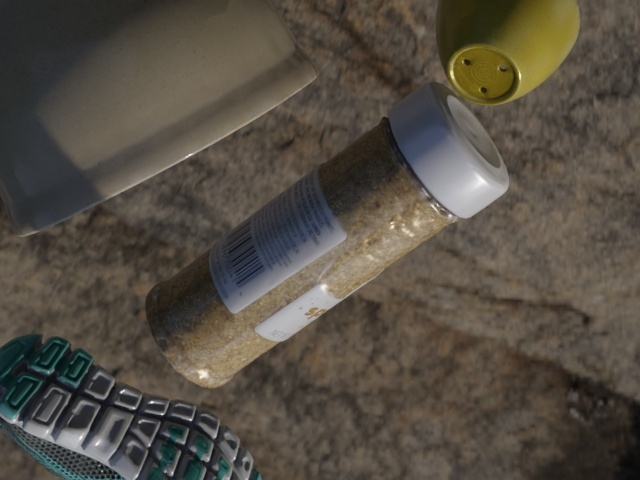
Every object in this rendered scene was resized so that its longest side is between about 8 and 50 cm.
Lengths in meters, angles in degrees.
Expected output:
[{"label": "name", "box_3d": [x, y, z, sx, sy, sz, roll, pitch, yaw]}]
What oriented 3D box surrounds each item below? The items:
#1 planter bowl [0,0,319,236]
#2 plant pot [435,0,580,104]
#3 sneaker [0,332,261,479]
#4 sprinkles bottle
[{"label": "planter bowl", "box_3d": [-0.097, -0.087, 0.596, 0.162, 0.162, 0.109, -24, 102, 24]}, {"label": "plant pot", "box_3d": [0.160, -0.178, 1.164, 0.134, 0.095, 0.134, 14, 139, 13]}, {"label": "sneaker", "box_3d": [-0.106, 0.110, 0.679, 0.166, 0.065, 0.076, 36, 148, -10]}, {"label": "sprinkles bottle", "box_3d": [0.000, 0.000, 1.190, 0.355, 0.121, 0.121, -35, 112, 21]}]
